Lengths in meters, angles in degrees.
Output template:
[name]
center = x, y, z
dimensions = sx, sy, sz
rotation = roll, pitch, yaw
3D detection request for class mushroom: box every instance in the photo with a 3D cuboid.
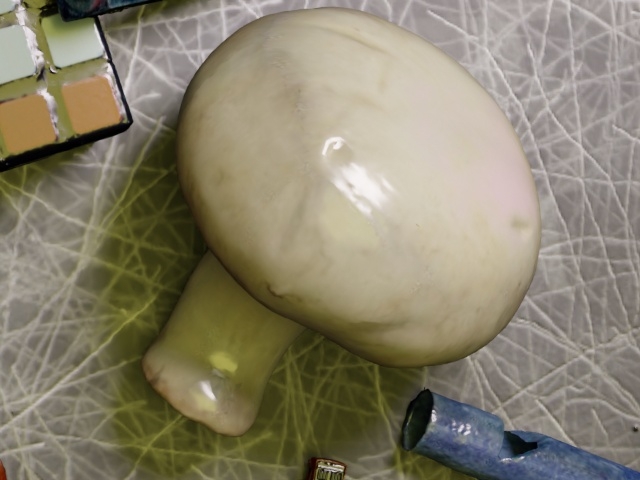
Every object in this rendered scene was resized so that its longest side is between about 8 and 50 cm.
[mushroom]
center = 0.014, -0.020, 1.454
dimensions = 0.315, 0.315, 0.356
rotation = 42, 68, -11

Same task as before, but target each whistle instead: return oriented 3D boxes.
[whistle]
center = 0.216, 0.208, 1.630
dimensions = 0.304, 0.062, 0.062
rotation = 22, 84, -14

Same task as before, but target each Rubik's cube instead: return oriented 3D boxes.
[Rubik's cube]
center = -0.255, -0.135, 1.454
dimensions = 0.163, 0.160, 0.162
rotation = -18, 95, -14

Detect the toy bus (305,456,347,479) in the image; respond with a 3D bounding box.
[toy bus]
center = -0.005, 0.238, 1.580
dimensions = 0.031, 0.043, 0.110
rotation = 13, 88, -11

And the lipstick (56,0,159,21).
[lipstick]
center = -0.092, -0.221, 1.472
dimensions = 0.312, 0.051, 0.051
rotation = -24, 99, -55

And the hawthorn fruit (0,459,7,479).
[hawthorn fruit]
center = -0.321, 0.213, 1.405
dimensions = 0.196, 0.225, 0.196
rotation = -4, 103, -18
